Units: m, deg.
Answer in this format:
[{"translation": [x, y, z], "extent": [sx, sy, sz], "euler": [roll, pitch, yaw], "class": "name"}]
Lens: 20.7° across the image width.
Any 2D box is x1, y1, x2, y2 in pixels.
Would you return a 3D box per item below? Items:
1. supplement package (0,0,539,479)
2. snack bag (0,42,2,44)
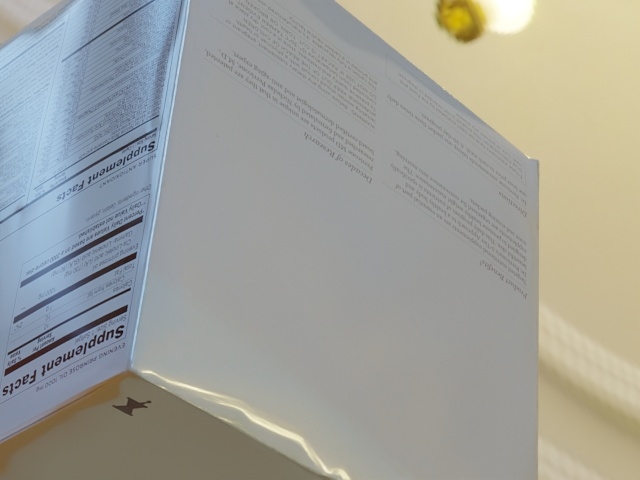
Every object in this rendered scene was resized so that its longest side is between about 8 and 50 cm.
[{"translation": [-0.033, 0.029, 0.656], "extent": [0.149, 0.203, 0.194], "euler": [-28, -48, 36], "class": "supplement package"}, {"translation": [-0.109, 0.082, 0.849], "extent": [0.323, 0.037, 0.343], "euler": [15, -89, 11], "class": "snack bag"}]
